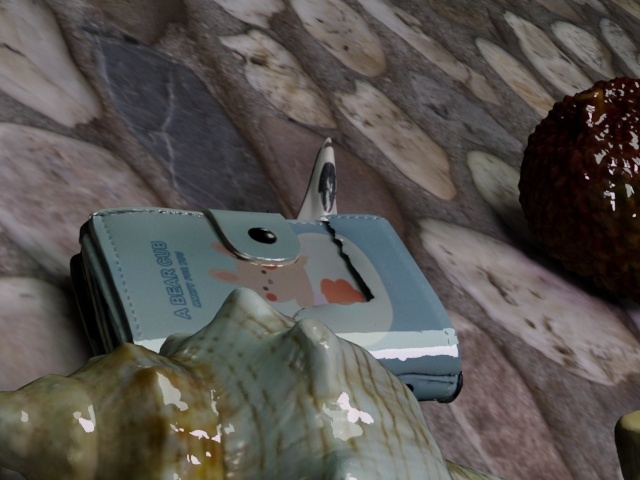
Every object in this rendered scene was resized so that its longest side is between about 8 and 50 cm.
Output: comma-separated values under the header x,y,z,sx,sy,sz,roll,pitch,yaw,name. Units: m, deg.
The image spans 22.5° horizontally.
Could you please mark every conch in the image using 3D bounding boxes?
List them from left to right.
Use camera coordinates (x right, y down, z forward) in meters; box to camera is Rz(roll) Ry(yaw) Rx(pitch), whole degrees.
x,y,z,sx,sy,sz,roll,pitch,yaw,name
-0.013,0.116,0.918,0.386,0.169,0.203,-2,22,-19,conch

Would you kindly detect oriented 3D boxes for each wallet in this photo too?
x,y,z,sx,sy,sz,roll,pitch,yaw,name
-0.042,0.050,1.138,0.250,0.075,0.176,1,39,-25,wallet

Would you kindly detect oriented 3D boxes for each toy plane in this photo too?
x,y,z,sx,sy,sz,roll,pitch,yaw,name
-0.007,0.014,1.322,0.160,0.082,0.234,18,39,-16,toy plane

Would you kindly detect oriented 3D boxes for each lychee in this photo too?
x,y,z,sx,sy,sz,roll,pitch,yaw,name
0.336,-0.050,1.757,0.271,0.236,0.236,56,15,-22,lychee

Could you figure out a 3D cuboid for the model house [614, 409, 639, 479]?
x,y,z,sx,sy,sz,roll,pitch,yaw,name
0.318,0.249,1.133,0.266,0.261,0.321,-103,178,-85,model house
